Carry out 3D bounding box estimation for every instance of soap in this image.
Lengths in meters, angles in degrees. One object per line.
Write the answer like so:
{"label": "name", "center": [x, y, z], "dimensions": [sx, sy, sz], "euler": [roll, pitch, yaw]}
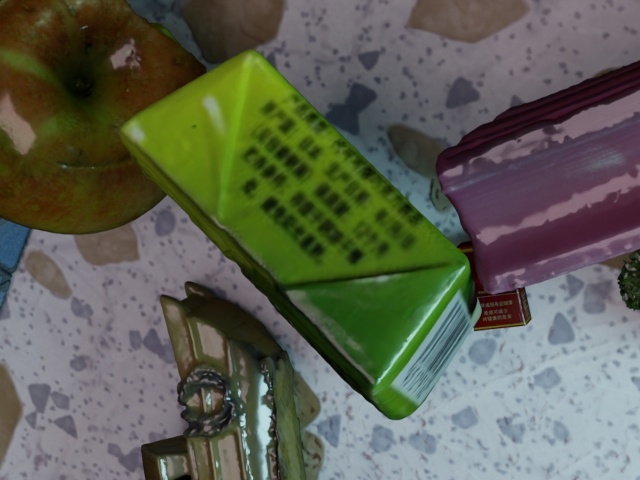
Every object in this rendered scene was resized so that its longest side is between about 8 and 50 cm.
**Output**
{"label": "soap", "center": [0.289, -0.092, 1.122], "dimensions": [0.359, 0.233, 0.128], "euler": [-21, 97, 27]}

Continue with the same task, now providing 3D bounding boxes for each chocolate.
{"label": "chocolate", "center": [0.000, 0.000, 1.235], "dimensions": [0.137, 0.301, 0.289], "euler": [-44, 77, -3]}

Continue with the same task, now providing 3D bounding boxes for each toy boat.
{"label": "toy boat", "center": [-0.093, 0.263, 1.459], "dimensions": [0.162, 0.136, 0.445], "euler": [-4, 98, 21]}

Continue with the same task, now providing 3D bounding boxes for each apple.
{"label": "apple", "center": [-0.233, -0.126, 1.349], "dimensions": [0.246, 0.246, 0.226], "euler": [66, 156, -4]}

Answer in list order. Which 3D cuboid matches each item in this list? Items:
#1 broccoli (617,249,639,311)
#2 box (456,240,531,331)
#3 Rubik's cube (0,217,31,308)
{"label": "broccoli", "center": [0.340, 0.041, 1.188], "dimensions": [0.195, 0.156, 0.195], "euler": [-7, 81, 52]}
{"label": "box", "center": [0.157, 0.039, 1.335], "dimensions": [0.051, 0.023, 0.082], "euler": [-9, 101, 25]}
{"label": "Rubik's cube", "center": [-0.407, -0.038, 1.502], "dimensions": [0.228, 0.229, 0.233], "euler": [16, 70, -19]}
